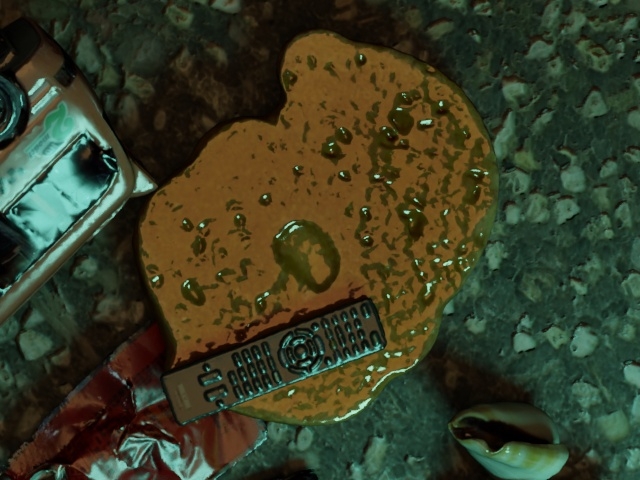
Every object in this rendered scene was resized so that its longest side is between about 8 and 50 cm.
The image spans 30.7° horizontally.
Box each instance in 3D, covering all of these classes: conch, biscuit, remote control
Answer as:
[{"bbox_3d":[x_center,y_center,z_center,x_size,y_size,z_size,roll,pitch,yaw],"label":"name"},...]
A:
[{"bbox_3d":[0.207,0.214,1.275,0.094,0.176,0.104,-31,53,9],"label":"conch"},{"bbox_3d":[0.000,0.000,1.286,0.350,0.078,0.455,43,88,-5],"label":"biscuit"},{"bbox_3d":[-0.048,0.128,1.247,0.245,0.025,0.063,-19,96,-6],"label":"remote control"}]

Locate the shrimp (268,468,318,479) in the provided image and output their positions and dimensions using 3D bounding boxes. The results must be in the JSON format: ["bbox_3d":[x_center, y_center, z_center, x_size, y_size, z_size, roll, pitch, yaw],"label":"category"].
[{"bbox_3d":[-0.006,0.358,1.311,0.365,0.071,0.233,-33,88,4],"label":"shrimp"}]

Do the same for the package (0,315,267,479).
[{"bbox_3d":[-0.213,0.225,1.293,0.269,0.071,0.194,-35,106,-5],"label":"package"}]

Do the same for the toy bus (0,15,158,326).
[{"bbox_3d":[-0.384,-0.016,1.194,0.427,0.203,0.233,-44,119,0],"label":"toy bus"}]
